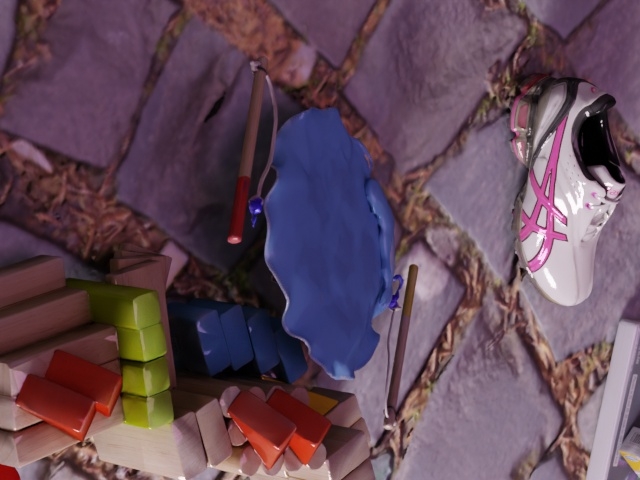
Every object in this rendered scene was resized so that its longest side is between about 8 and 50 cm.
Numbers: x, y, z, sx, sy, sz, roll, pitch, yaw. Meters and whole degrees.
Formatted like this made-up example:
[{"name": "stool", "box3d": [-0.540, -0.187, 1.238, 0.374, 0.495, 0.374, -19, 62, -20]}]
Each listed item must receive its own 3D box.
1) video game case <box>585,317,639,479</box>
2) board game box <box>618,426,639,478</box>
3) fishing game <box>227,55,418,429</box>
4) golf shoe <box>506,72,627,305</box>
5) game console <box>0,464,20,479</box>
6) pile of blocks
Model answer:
[{"name": "video game case", "box3d": [0.296, 0.167, 1.612, 0.173, 0.022, 0.190, 8, 94, -43]}, {"name": "board game box", "box3d": [0.328, 0.208, 1.531, 0.026, 0.154, 0.103, -54, 129, -18]}, {"name": "fishing game", "box3d": [0.000, 0.000, 1.263, 0.264, 0.041, 0.189, 48, 42, -50]}, {"name": "golf shoe", "box3d": [0.191, -0.032, 1.427, 0.067, 0.086, 0.186, -25, 117, -37]}, {"name": "game console", "box3d": [-0.261, 0.158, 1.112, 0.144, 0.085, 0.124, 51, 35, -38]}, {"name": "pile of blocks", "box3d": [-0.070, 0.087, 1.188, 0.362, 0.112, 0.149, 15, 83, -47]}]
